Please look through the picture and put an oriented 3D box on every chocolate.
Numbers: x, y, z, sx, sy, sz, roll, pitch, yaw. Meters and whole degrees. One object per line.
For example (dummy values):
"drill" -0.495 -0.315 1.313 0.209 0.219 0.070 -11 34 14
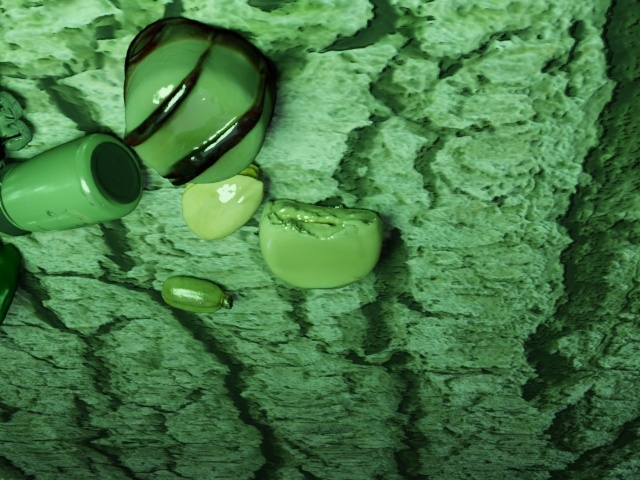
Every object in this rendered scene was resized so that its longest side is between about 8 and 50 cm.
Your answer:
"chocolate" -0.214 -0.209 1.006 0.284 0.186 0.283 3 141 2

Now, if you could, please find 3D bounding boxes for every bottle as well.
"bottle" -0.535 -0.095 1.188 0.347 0.168 0.168 -11 138 23

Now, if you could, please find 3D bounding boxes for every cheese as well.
"cheese" 0.000 0.000 1.287 0.266 0.127 0.233 2 140 0

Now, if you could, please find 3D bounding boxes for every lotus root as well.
"lotus root" -0.309 0.137 1.510 0.183 0.077 0.090 10 147 -4

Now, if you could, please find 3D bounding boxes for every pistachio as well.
"pistachio" -0.201 -0.077 1.212 0.145 0.117 0.200 19 140 -39

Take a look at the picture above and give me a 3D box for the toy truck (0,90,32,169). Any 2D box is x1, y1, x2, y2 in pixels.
"toy truck" -0.642 -0.235 1.016 0.178 0.176 0.363 24 141 9

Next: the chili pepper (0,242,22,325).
"chili pepper" -0.828 0.105 1.379 0.234 0.256 0.248 -3 139 15
